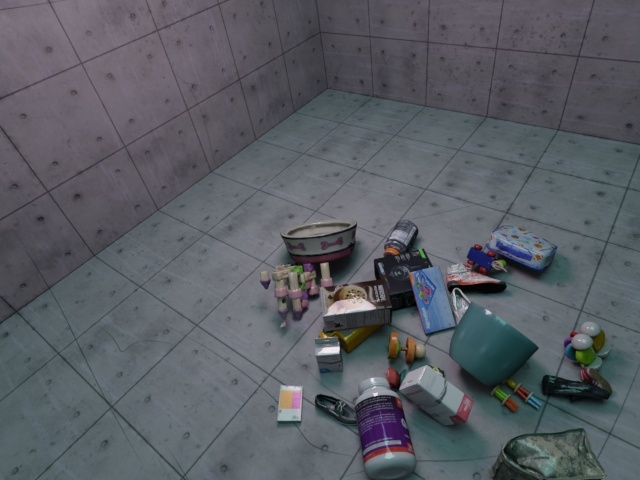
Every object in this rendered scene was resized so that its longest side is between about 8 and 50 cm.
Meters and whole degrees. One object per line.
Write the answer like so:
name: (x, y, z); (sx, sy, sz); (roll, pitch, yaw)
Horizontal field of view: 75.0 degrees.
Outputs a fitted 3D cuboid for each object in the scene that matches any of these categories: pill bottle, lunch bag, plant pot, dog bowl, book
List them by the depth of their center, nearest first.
lunch bag: (0.703, 0.726, 1.337); (0.287, 0.235, 0.169); (-7, 46, 4)
pill bottle: (0.226, 0.678, 1.525); (0.181, 0.181, 0.323); (-10, 43, 1)
plant pot: (0.652, 0.423, 1.641); (0.293, 0.293, 0.235); (37, 92, 39)
book: (-0.122, 0.672, 1.714); (0.096, 0.035, 0.144); (-2, 44, 5)
lunch bag: (0.983, 0.032, 2.055); (0.303, 0.115, 0.243); (28, 33, 34)
dog bowl: (0.000, 0.000, 2.208); (0.407, 0.150, 0.408); (-8, 14, 2)
pill bottle: (0.422, 0.011, 2.229); (0.130, 0.130, 0.246); (17, 50, 26)

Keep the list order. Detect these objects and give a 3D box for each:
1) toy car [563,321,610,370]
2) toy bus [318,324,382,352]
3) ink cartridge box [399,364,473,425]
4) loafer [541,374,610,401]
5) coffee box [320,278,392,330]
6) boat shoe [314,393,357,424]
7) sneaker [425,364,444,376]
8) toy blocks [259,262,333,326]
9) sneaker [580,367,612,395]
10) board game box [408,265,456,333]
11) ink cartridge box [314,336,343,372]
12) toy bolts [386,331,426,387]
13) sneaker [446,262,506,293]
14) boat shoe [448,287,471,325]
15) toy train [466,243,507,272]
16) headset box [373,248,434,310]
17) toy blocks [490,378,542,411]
toy car: (1.056, 0.420, 1.676); (0.182, 0.159, 0.136); (-38, 15, -26)
toy bus: (0.153, 0.393, 1.898); (0.332, 0.108, 0.130); (-33, 49, -23)
ink cartridge box: (0.425, 0.576, 1.548); (0.218, 0.158, 0.092); (36, 57, 3)
loafer: (0.960, 0.570, 1.577); (0.223, 0.076, 0.078); (7, 83, 20)
coffee box: (0.156, 0.284, 1.843); (0.297, 0.119, 0.168); (-8, 43, 1)
boat shoe: (0.067, 0.667, 1.654); (0.206, 0.065, 0.075); (15, 49, 25)
sneaker: (0.476, 0.541, 1.735); (0.083, 0.031, 0.035); (29, 42, 30)
toy blocks: (-0.122, 0.258, 2.047); (0.309, 0.260, 0.288); (-3, 7, 44)
sneaker: (1.057, 0.545, 1.606); (0.042, 0.067, 0.118); (-31, 77, -24)
board game box: (0.504, 0.267, 1.891); (0.145, 0.027, 0.281); (-13, 83, -4)
ink cartridge box: (0.035, 0.486, 1.768); (0.104, 0.180, 0.060); (-6, 43, 6)
toy bolts: (0.356, 0.494, 1.699); (0.158, 0.218, 0.229); (5, 63, 8)
sneaker: (0.747, 0.176, 2.017); (0.270, 0.090, 0.145); (-3, 46, 13)
boat shoe: (0.653, 0.330, 1.867); (0.098, 0.096, 0.277); (-15, 44, -7)
toy train: (0.842, 0.113, 2.009); (0.143, 0.105, 0.248); (11, 16, -30)
headset box: (0.429, 0.189, 2.039); (0.283, 0.131, 0.246); (-11, 43, -2)
toy blocks: (0.751, 0.601, 1.593); (0.123, 0.054, 0.148); (-32, 47, -22)
